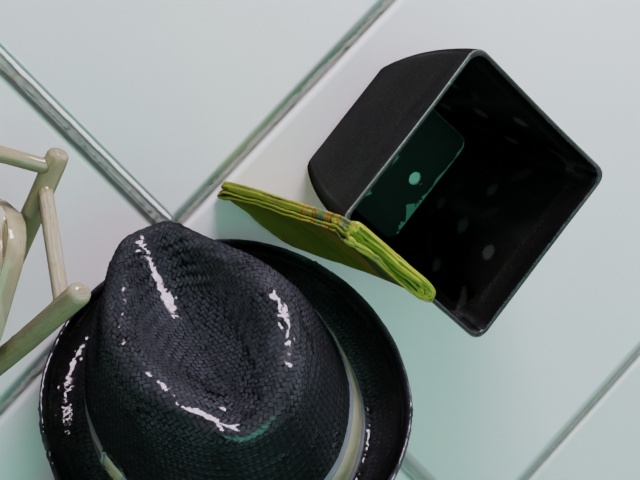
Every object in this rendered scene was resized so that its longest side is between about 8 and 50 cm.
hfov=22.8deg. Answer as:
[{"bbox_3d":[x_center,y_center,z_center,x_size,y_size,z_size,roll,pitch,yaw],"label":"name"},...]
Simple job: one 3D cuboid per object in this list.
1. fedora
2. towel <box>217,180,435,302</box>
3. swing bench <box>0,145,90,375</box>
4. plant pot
[{"bbox_3d":[-0.087,0.097,1.266,0.334,0.334,0.152,-30,145,-15],"label":"fedora"},{"bbox_3d":[0.000,0.000,1.342,0.102,0.237,0.021,41,79,-30],"label":"towel"},{"bbox_3d":[-0.349,0.039,1.211,0.253,0.165,0.255,16,129,-31],"label":"swing bench"},{"bbox_3d":[0.099,-0.060,1.415,0.187,0.167,0.188,40,87,-31],"label":"plant pot"}]
